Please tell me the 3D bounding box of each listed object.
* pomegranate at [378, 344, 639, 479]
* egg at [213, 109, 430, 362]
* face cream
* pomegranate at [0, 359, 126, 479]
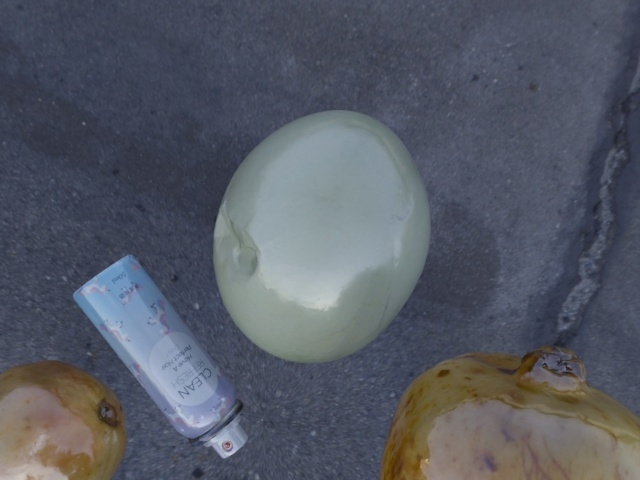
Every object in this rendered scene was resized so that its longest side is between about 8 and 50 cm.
[{"bbox_3d":[0.167,0.202,0.553,0.248,0.248,0.248,1,75,-5],"label":"pomegranate"},{"bbox_3d":[0.000,0.000,0.674,0.219,0.219,0.269,8,112,-3],"label":"egg"},{"bbox_3d":[-0.157,0.125,0.678,0.075,0.075,0.229,-38,96,-14],"label":"face cream"},{"bbox_3d":[-0.697,0.503,1.647,0.411,0.411,0.411,1,75,-5],"label":"pomegranate"}]
